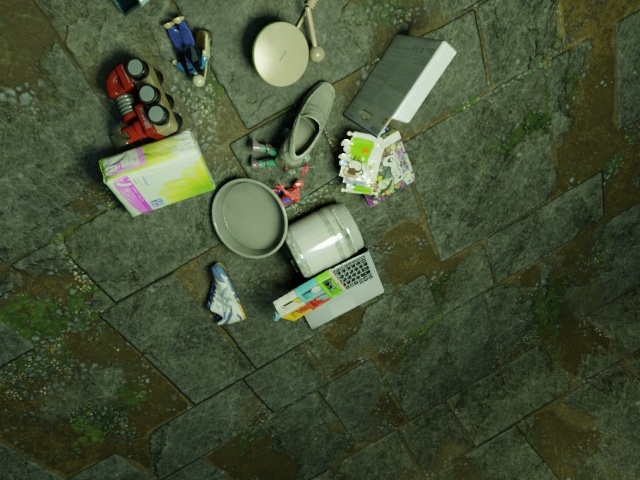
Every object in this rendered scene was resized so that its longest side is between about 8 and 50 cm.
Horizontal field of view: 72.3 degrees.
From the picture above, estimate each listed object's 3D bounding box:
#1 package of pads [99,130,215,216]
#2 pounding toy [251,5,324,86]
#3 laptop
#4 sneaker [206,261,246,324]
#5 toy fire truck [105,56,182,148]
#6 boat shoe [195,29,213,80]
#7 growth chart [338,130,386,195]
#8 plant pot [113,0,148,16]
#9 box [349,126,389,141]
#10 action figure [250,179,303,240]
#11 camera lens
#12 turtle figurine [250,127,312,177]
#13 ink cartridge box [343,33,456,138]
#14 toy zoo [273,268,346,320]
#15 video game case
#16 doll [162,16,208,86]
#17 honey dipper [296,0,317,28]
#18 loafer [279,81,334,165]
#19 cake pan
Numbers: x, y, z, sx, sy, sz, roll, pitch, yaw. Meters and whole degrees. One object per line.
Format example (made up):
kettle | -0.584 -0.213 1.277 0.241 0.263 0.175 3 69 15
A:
package of pads | -0.508 -0.209 1.386 0.296 0.101 0.229 -21 156 -9
pounding toy | -0.120 -0.597 1.365 0.236 0.110 0.183 -35 130 -11
laptop | 0.086 0.210 1.816 0.381 0.236 0.408 -26 121 -3
sneaker | -0.393 0.223 1.725 0.131 0.112 0.297 -18 123 -9
toy fire truck | -0.561 -0.382 1.297 0.246 0.158 0.217 -24 92 7
boat shoe | -0.348 -0.556 1.328 0.049 0.056 0.152 -30 147 -46
growth chart | 0.144 -0.270 1.557 0.171 0.021 0.237 -1 121 -15
plant pot | -0.451 -0.750 1.077 0.252 0.247 0.248 -44 125 -13
box | 0.187 -0.352 1.631 0.137 0.072 0.126 -19 123 -9
action figure | -0.182 -0.134 1.606 0.280 0.091 0.139 -45 132 8
camera lens | 0.000 0.000 1.675 0.274 0.219 0.219 -28 124 -3
turtle figurine | -0.123 -0.300 1.527 0.234 0.118 0.175 -1 119 -13
ink cartridge box | 0.238 -0.495 1.415 0.071 0.324 0.330 26 107 -28
toy zoo | -0.055 0.224 1.673 0.293 0.030 0.192 -31 150 4
video game case | 0.229 -0.266 1.627 0.210 0.042 0.232 -30 126 1
doll | -0.394 -0.549 1.295 0.129 0.046 0.189 -11 115 26
honey dipper | -0.057 -0.691 1.371 0.030 0.030 0.161 23 110 -29
loafer | -0.029 -0.390 1.448 0.112 0.111 0.320 29 78 -24
cake pan | -0.245 -0.081 1.557 0.293 0.054 0.293 6 111 16
